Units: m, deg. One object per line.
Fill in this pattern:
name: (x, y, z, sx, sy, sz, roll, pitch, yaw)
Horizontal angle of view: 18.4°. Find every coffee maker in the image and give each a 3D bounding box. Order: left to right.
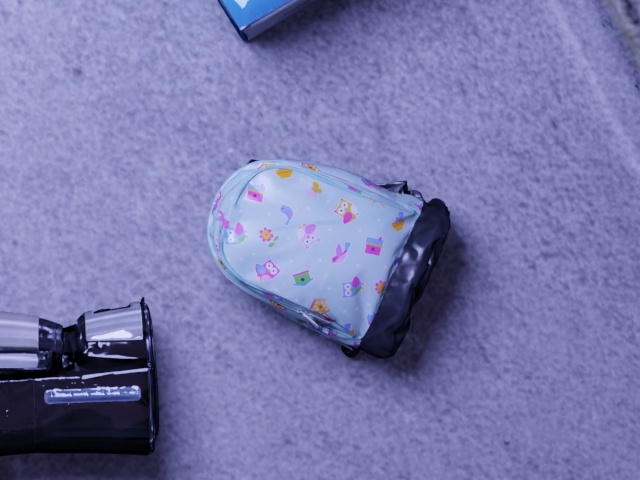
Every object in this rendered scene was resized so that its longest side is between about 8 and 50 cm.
coffee maker: (-0.217, 0.132, 1.547, 0.178, 0.120, 0.171, 0, 110, -7)

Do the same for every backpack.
backpack: (0.000, 0.000, 1.574, 0.182, 0.115, 0.152, 23, 87, -4)

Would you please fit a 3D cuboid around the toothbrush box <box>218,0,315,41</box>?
toothbrush box: (-0.046, -0.339, 1.568, 0.216, 0.126, 0.295, -32, 92, -1)
